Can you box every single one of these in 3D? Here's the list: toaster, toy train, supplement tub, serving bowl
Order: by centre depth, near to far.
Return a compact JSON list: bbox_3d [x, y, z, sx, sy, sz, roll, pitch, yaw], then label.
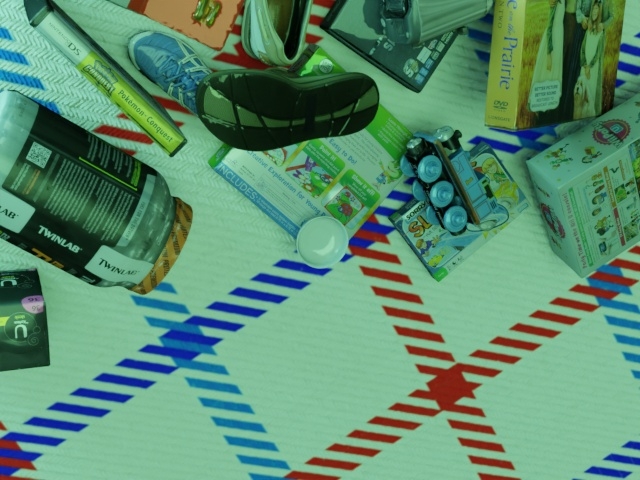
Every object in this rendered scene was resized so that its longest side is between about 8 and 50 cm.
[{"bbox_3d":[-0.352,-0.059,1.747,0.316,0.193,0.193,30,95,-21],"label":"supplement tub"},{"bbox_3d":[0.156,-0.399,1.780,0.146,0.129,0.227,-18,106,-16],"label":"toaster"},{"bbox_3d":[0.000,0.000,1.903,0.083,0.027,0.083,-4,106,-15],"label":"serving bowl"},{"bbox_3d":[0.199,-0.095,1.922,0.105,0.080,0.184,-38,117,-16],"label":"toy train"}]

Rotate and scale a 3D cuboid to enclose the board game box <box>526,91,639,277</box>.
[{"bbox_3d":[0.505,-0.109,2.008,0.303,0.097,0.224,-32,133,-7],"label":"board game box"}]

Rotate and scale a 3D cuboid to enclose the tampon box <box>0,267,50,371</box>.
[{"bbox_3d":[-0.459,0.115,1.780,0.120,0.161,0.101,-6,107,-16],"label":"tampon box"}]

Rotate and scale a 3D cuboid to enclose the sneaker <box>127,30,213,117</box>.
[{"bbox_3d":[-0.187,-0.234,1.807,0.211,0.081,0.080,34,94,-23],"label":"sneaker"}]

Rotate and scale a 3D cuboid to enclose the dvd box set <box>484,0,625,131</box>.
[{"bbox_3d":[0.371,-0.387,1.868,0.308,0.062,0.420,-13,112,-48],"label":"dvd box set"}]

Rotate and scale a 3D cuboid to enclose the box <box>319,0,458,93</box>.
[{"bbox_3d":[0.136,-0.370,1.880,0.183,0.059,0.232,32,93,-21],"label":"box"}]

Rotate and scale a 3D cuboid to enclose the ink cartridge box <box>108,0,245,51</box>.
[{"bbox_3d":[-0.239,-0.474,1.720,0.385,0.091,0.308,24,97,-20],"label":"ink cartridge box"}]

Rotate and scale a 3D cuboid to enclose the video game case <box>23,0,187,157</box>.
[{"bbox_3d":[-0.296,-0.235,1.669,0.035,0.275,0.248,-45,113,2],"label":"video game case"}]

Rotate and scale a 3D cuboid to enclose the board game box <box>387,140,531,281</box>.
[{"bbox_3d":[0.227,-0.047,2.012,0.201,0.035,0.136,-40,113,-3],"label":"board game box"}]

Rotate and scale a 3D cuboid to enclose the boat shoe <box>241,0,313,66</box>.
[{"bbox_3d":[-0.049,-0.401,1.777,0.113,0.103,0.302,-9,113,-27],"label":"boat shoe"}]

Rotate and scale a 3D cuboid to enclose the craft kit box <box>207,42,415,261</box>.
[{"bbox_3d":[-0.002,-0.132,1.909,0.250,0.061,0.246,41,93,-23],"label":"craft kit box"}]

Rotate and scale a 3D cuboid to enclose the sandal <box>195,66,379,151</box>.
[{"bbox_3d":[-0.053,-0.199,1.803,0.303,0.086,0.120,-4,119,-35],"label":"sandal"}]
